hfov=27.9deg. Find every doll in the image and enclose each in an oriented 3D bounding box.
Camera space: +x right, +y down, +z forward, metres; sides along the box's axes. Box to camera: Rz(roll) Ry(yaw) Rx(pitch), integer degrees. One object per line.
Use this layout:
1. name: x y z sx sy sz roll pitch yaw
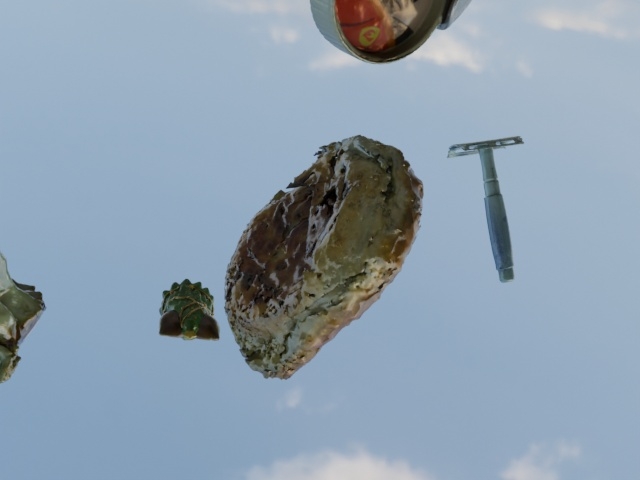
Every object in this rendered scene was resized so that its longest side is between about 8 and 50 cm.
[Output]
1. doll: -0.169 0.090 1.660 0.078 0.077 0.113 7 -178 -10

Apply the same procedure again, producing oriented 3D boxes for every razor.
1. razor: 0.164 -0.027 1.206 0.068 0.135 0.040 -9 -179 -18

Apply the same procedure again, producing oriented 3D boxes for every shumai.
1. shumai: -0.320 0.075 1.065 0.142 0.184 0.184 44 -149 -8

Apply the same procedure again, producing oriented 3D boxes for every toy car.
1. toy car: 0.084 -0.285 1.313 0.235 0.235 0.145 -9 -150 -31

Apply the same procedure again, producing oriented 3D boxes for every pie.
1. pie: 0.001 0.001 1.458 0.085 0.308 0.308 33 -160 -28
